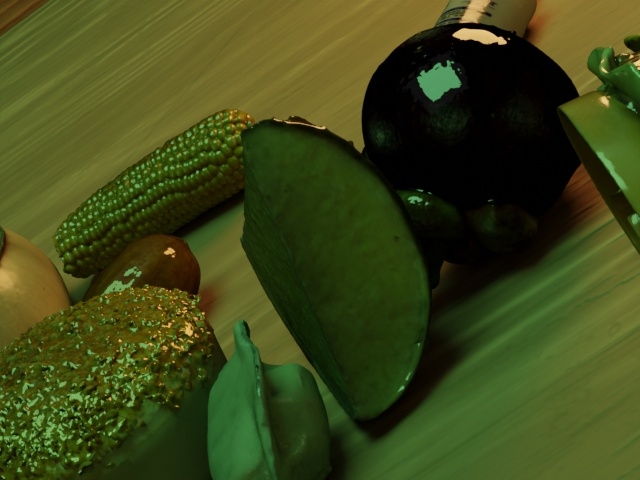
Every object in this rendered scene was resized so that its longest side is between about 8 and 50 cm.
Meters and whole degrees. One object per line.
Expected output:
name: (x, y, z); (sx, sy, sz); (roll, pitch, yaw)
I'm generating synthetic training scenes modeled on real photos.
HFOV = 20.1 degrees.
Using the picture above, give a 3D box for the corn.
corn: (-0.182, -0.059, 2.127); (0.310, 0.101, 0.101); (-32, 24, 20)

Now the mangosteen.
mangosteen: (0.127, -0.069, 1.614); (0.211, 0.211, 0.250); (12, 80, 60)

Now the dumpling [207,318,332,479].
dumpling: (-0.035, 0.151, 1.503); (0.219, 0.108, 0.153); (-116, 41, -54)

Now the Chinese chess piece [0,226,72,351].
Chinese chess piece: (-0.452, 0.128, 2.120); (0.338, 0.140, 0.338); (-31, 26, 17)

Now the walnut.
walnut: (-0.200, 0.081, 1.897); (0.116, 0.116, 0.207); (-5, 47, 51)

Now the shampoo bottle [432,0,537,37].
shampoo bottle: (0.159, -0.205, 1.916); (0.092, 0.092, 0.303); (-16, 31, 40)

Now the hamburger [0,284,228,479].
hamburger: (-0.214, 0.164, 1.665); (0.294, 0.179, 0.276); (-31, 24, 15)

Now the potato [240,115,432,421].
potato: (0.000, 0.000, 1.601); (0.112, 0.269, 0.255); (-23, 12, -11)

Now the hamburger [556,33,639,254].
hamburger: (0.308, -0.050, 1.219); (0.212, 0.274, 0.274); (-32, 24, 5)
